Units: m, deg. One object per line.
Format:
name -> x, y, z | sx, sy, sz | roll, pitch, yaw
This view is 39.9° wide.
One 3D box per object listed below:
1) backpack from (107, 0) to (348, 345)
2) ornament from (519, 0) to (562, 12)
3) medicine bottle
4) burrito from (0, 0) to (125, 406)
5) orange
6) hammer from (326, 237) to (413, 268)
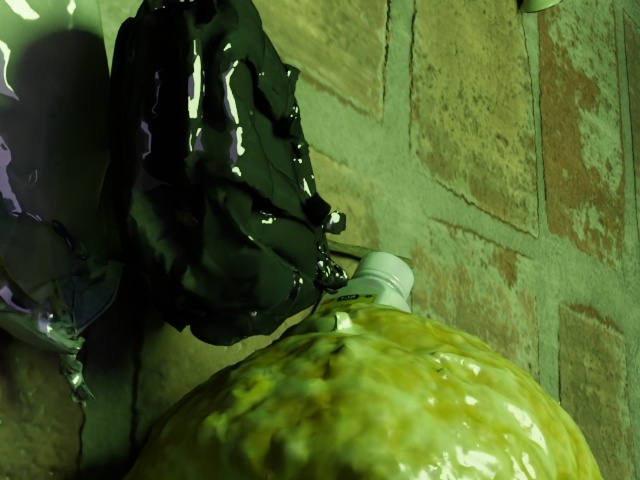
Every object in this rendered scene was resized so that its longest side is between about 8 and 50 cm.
backpack -> -0.058, -0.044, 0.506 | 0.258, 0.133, 0.206 | 70, 11, -77
ornament -> 0.262, -0.378, 1.139 | 0.075, 0.081, 0.156 | -101, 166, -65
medicine bottle -> 0.036, 0.067, 0.736 | 0.055, 0.074, 0.118 | 55, 45, -27
burrito -> -0.181, -0.123, 0.483 | 0.139, 0.101, 0.445 | -8, 88, -57
orange -> 0.044, 0.165, 0.576 | 0.369, 0.271, 0.210 | 42, 39, -42
hammer -> 0.000, 0.000, 0.751 | 0.292, 0.029, 0.058 | 14, 73, -52
